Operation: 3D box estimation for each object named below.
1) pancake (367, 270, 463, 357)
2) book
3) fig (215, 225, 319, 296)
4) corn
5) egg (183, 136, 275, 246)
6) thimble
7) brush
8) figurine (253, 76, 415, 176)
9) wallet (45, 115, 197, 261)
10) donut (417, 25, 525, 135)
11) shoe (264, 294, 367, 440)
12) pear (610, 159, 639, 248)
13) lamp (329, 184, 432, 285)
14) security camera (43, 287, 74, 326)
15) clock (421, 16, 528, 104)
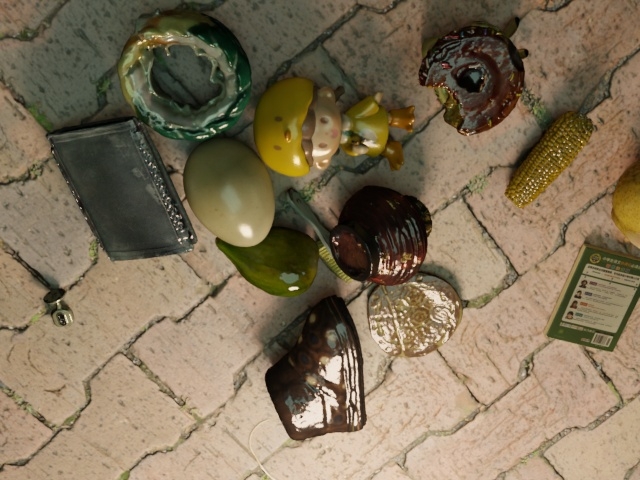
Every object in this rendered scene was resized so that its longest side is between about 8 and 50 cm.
[{"bbox_3d":[0.237,0.187,2.081,0.250,0.031,0.250,-2,112,-5],"label":"pancake"},{"bbox_3d":[0.713,0.151,2.125,0.202,0.027,0.264,14,110,-11],"label":"book"},{"bbox_3d":[-0.113,0.050,1.925,0.234,0.167,0.167,2,113,18],"label":"fig"},{"bbox_3d":[0.533,-0.189,1.939,0.091,0.091,0.260,22,111,-37],"label":"corn"},{"bbox_3d":[-0.196,-0.105,1.825,0.189,0.188,0.253,-29,96,5],"label":"egg"},{"bbox_3d":[-0.284,-0.352,1.738,0.254,0.167,0.288,-40,111,9],"label":"thimble"},{"bbox_3d":[0.000,0.000,1.973,0.060,0.068,0.297,-30,109,29],"label":"brush"},{"bbox_3d":[0.023,-0.238,1.817,0.344,0.187,0.215,5,101,-15],"label":"figurine"},{"bbox_3d":[-0.434,-0.111,1.833,0.237,0.075,0.342,-9,122,19],"label":"wallet"},{"bbox_3d":[0.319,-0.351,1.772,0.230,0.096,0.216,36,99,-18],"label":"donut"},{"bbox_3d":[-0.019,0.319,2.028,0.237,0.171,0.383,-10,120,-7],"label":"shoe"},{"bbox_3d":[0.816,-0.079,1.935,0.271,0.271,0.271,-2,111,-6],"label":"pear"},{"bbox_3d":[0.144,-0.013,1.897,0.247,0.247,0.246,-2,111,-6],"label":"lamp"},{"bbox_3d":[-0.616,0.166,1.966,0.058,0.058,0.092,-16,120,-1],"label":"security camera"},{"bbox_3d":[0.353,-0.405,1.845,0.232,0.069,0.170,-23,111,1],"label":"clock"}]
